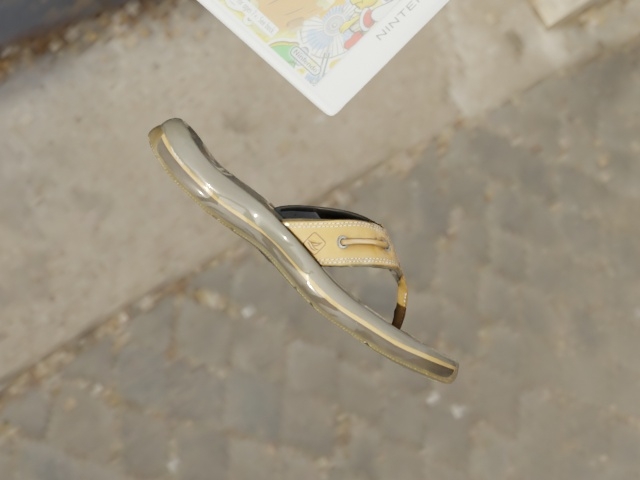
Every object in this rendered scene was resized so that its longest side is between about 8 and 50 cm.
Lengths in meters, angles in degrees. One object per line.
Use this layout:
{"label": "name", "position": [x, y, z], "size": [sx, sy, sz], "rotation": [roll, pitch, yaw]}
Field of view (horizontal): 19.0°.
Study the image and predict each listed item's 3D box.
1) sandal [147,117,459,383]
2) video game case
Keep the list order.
{"label": "sandal", "position": [0.000, 0.000, 1.056], "size": [0.219, 0.060, 0.090], "rotation": [43, 0, -4]}
{"label": "video game case", "position": [0.014, -0.198, 1.060], "size": [0.227, 0.206, 0.026], "rotation": [39, 9, -46]}
